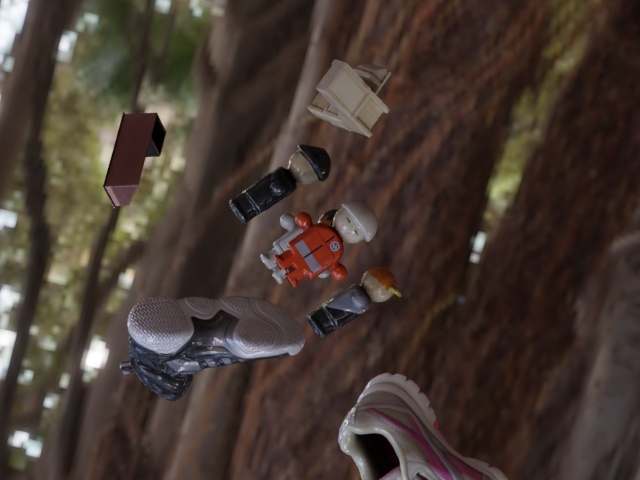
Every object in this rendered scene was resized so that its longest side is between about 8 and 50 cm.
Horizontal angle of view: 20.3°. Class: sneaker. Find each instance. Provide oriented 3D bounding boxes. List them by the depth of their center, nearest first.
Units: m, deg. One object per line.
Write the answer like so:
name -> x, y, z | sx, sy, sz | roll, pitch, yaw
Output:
sneaker -> 0.107, 0.258, 1.847 | 0.252, 0.103, 0.111 | 45, -141, 15
sneaker -> -0.166, 0.162, 2.652 | 0.269, 0.153, 0.101 | 5, -133, -18

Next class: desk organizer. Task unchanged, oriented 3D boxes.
desk organizer -> -0.248, -0.109, 2.395 | 0.050, 0.047, 0.130 | -2, -127, 17

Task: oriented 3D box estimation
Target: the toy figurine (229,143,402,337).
toy figurine -> 0.000, 0.000, 2.393 | 0.213, 0.148, 0.209 | 50, 172, 43

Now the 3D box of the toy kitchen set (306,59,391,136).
toy kitchen set -> 0.021, -0.151, 1.645 | 0.083, 0.068, 0.075 | 25, 166, 49
